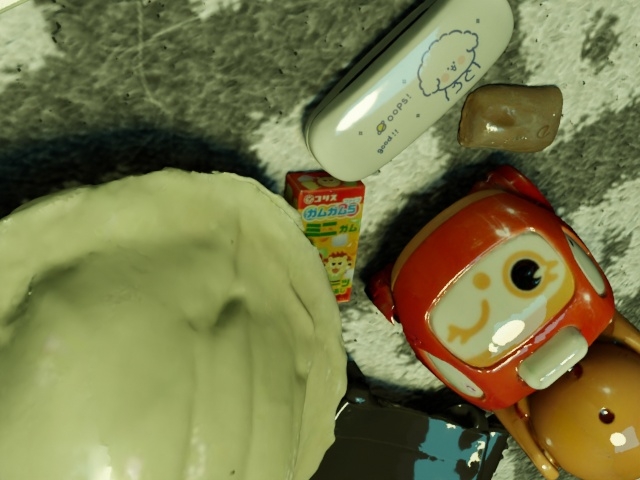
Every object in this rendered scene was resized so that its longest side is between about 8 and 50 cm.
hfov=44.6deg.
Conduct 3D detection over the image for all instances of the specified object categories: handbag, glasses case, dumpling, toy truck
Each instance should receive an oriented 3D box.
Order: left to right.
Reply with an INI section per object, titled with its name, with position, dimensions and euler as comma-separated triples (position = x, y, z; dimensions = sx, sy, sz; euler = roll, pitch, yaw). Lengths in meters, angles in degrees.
[dumpling]
position = -0.104, 0.105, 0.590
dimensions = 0.395, 0.233, 0.315
euler = 35, 87, -39
[handbag]
position = 0.048, 0.262, 0.832
dimensions = 0.285, 0.113, 0.257
euler = 20, 105, -25
[glasses case]
position = 0.071, -0.128, 0.629
dimensions = 0.197, 0.049, 0.076
euler = -42, 127, 6
[toy truck]
position = 0.194, 0.089, 0.702
dimensions = 0.189, 0.239, 0.265
euler = -42, 127, 5

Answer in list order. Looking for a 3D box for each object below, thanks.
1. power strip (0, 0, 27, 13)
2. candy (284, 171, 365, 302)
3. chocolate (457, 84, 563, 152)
[power strip]
position = -0.266, -0.154, 0.476
dimensions = 0.192, 0.035, 0.081
euler = -28, 127, -6
[candy]
position = 0.000, 0.000, 0.687
dimensions = 0.062, 0.038, 0.122
euler = -6, 122, -20
[chocolate]
position = 0.176, -0.108, 0.701
dimensions = 0.101, 0.031, 0.064
euler = 1, 115, -22
